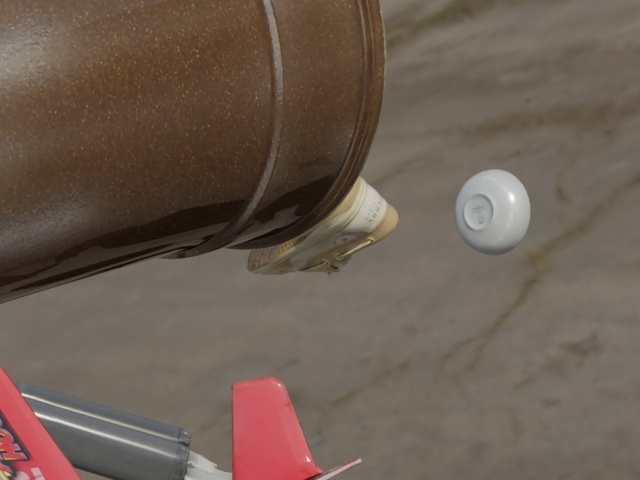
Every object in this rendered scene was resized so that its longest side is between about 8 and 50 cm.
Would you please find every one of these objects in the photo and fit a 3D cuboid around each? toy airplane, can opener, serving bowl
[{"bbox_3d":[-0.052,0.093,0.472,0.151,0.151,0.028,-21,-3,13],"label":"toy airplane"},{"bbox_3d":[-0.139,0.197,1.340,0.074,0.280,0.093,-109,41,-79],"label":"can opener"},{"bbox_3d":[0.160,-0.027,1.536,0.083,0.083,0.027,-11,-8,41],"label":"serving bowl"}]

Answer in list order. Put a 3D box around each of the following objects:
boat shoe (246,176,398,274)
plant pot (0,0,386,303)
[{"bbox_3d":[0.000,0.000,1.216,0.170,0.059,0.063,-26,37,59],"label":"boat shoe"},{"bbox_3d":[-0.095,-0.052,0.509,0.167,0.167,0.165,-8,12,45],"label":"plant pot"}]
